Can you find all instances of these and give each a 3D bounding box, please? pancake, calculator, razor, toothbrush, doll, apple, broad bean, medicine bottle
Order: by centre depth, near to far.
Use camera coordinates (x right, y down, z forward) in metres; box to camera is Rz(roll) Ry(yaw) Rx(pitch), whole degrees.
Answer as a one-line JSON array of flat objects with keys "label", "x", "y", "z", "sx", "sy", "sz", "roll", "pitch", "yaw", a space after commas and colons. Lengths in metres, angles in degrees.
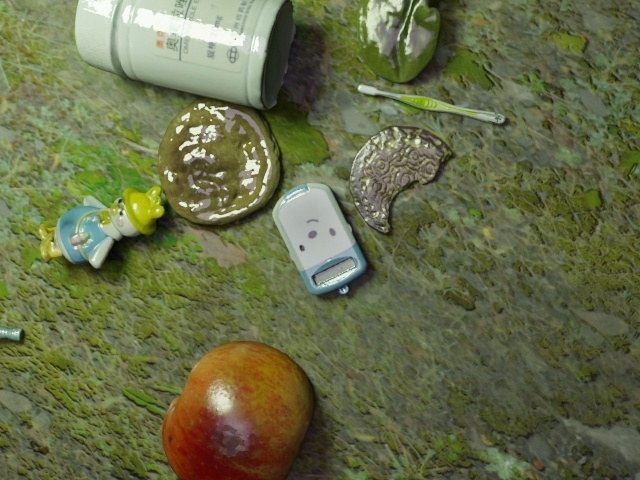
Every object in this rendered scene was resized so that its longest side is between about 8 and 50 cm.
[{"label": "medicine bottle", "x": -0.225, "y": -0.348, "z": 1.196, "sx": 0.331, "sy": 0.190, "sz": 0.190, "roll": 14, "pitch": 93, "yaw": 6}, {"label": "broad bean", "x": 0.137, "y": -0.380, "z": 1.207, "sx": 0.153, "sy": 0.072, "sz": 0.207, "roll": 20, "pitch": 96, "yaw": 19}, {"label": "apple", "x": -0.156, "y": 0.326, "z": 1.222, "sx": 0.251, "sy": 0.163, "sz": 0.293, "roll": 28, "pitch": 93, "yaw": 5}, {"label": "toothbrush", "x": 0.192, "y": -0.237, "z": 1.226, "sx": 0.262, "sy": 0.026, "sz": 0.022, "roll": 14, "pitch": 100, "yaw": 7}, {"label": "pancake", "x": 0.143, "y": -0.112, "z": 1.241, "sx": 0.190, "sy": 0.020, "sz": 0.184, "roll": -13, "pitch": 89, "yaw": 9}, {"label": "calculator", "x": 0.000, "y": 0.000, "z": 1.253, "sx": 0.121, "sy": 0.039, "sz": 0.210, "roll": -25, "pitch": 89, "yaw": 9}, {"label": "pancake", "x": -0.183, "y": -0.140, "z": 1.267, "sx": 0.241, "sy": 0.050, "sz": 0.242, "roll": 0, "pitch": 93, "yaw": 8}, {"label": "doll", "x": -0.388, "y": -0.028, "z": 1.276, "sx": 0.240, "sy": 0.135, "sz": 0.099, "roll": -22, "pitch": 117, "yaw": 9}, {"label": "razor", "x": -0.682, "y": 0.167, "z": 1.331, "sx": 0.231, "sy": 0.106, "sz": 0.068, "roll": 8, "pitch": 93, "yaw": -2}]
